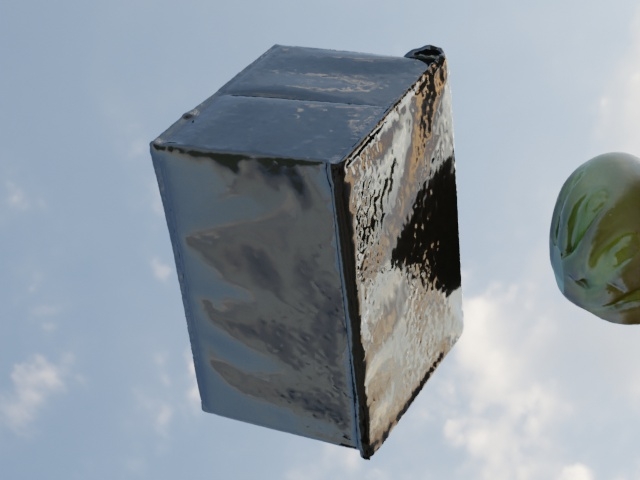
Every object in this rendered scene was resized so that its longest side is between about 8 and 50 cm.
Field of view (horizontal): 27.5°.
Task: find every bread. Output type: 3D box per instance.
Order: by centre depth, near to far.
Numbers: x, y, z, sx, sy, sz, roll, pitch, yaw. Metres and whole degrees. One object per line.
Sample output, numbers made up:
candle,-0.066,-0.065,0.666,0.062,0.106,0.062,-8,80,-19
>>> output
bread,0.362,-0.020,1.636,0.158,0.261,0.156,-15,-64,1

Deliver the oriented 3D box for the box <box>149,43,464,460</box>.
box,0.001,0.000,1.320,0.251,0.204,0.345,-48,-40,-47
